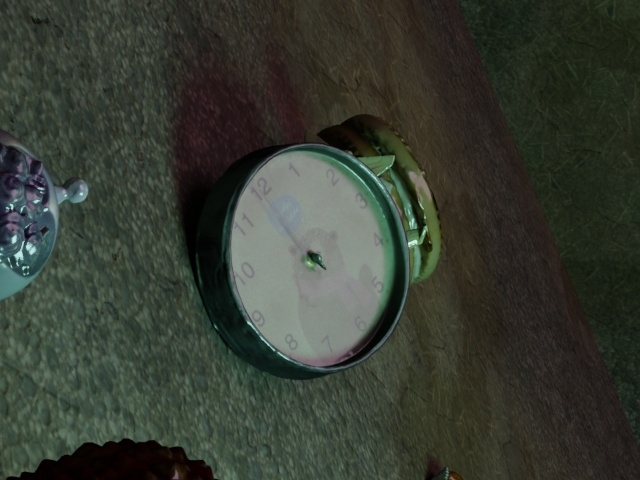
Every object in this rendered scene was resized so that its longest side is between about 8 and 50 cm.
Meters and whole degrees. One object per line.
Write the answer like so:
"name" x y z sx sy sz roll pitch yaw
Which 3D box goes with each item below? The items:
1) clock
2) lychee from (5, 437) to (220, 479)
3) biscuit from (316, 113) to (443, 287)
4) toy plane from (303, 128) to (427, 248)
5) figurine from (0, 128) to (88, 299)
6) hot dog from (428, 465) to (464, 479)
"clock" -0.014 0.021 1.806 0.280 0.055 0.281 7 79 -37
"lychee" -0.162 0.284 1.117 0.264 0.300 0.264 27 18 -9
"biscuit" 0.071 -0.045 2.076 0.259 0.079 0.259 51 -26 37
"toy plane" 0.000 0.000 1.934 0.104 0.242 0.256 -122 -130 -88
"figurine" -0.299 -0.014 1.178 0.274 0.133 0.194 16 71 -64
"hot dog" 0.207 0.417 2.245 0.191 0.059 0.108 65 16 -10
